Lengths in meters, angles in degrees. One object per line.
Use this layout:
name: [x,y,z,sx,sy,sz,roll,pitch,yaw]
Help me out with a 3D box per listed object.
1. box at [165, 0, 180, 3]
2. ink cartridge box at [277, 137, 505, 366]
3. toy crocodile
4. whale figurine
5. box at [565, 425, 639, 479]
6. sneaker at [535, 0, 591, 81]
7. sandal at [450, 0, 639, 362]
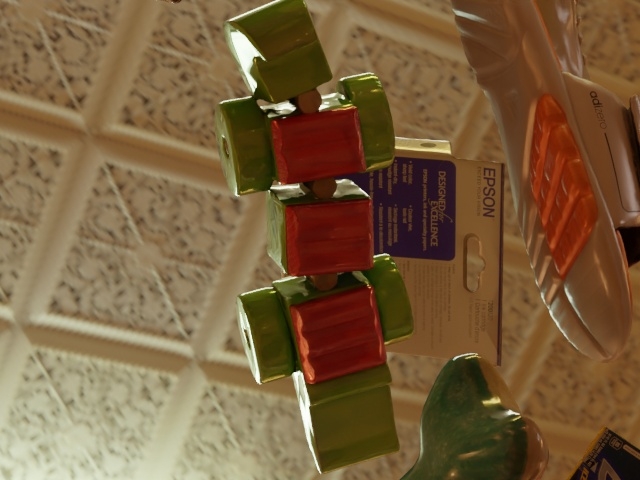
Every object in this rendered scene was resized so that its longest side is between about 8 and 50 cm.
box: [-0.130,-0.278,0.993,0.167,0.168,0.203,12,-51,6]
ink cartridge box: [0.066,0.007,1.544,0.208,0.045,0.206,7,-63,16]
toy crocodile: [0.000,0.000,1.156,0.115,0.105,0.341,-11,-72,-11]
whale figurine: [0.051,0.201,0.960,0.141,0.216,0.272,1,-65,-16]
box: [0.195,0.229,1.322,0.169,0.059,0.054,-54,-18,-7]
sneaker: [0.190,-0.214,1.447,0.123,0.106,0.290,-33,-66,-5]
sandal: [0.146,-0.067,0.965,0.076,0.102,0.265,-13,-103,-15]
